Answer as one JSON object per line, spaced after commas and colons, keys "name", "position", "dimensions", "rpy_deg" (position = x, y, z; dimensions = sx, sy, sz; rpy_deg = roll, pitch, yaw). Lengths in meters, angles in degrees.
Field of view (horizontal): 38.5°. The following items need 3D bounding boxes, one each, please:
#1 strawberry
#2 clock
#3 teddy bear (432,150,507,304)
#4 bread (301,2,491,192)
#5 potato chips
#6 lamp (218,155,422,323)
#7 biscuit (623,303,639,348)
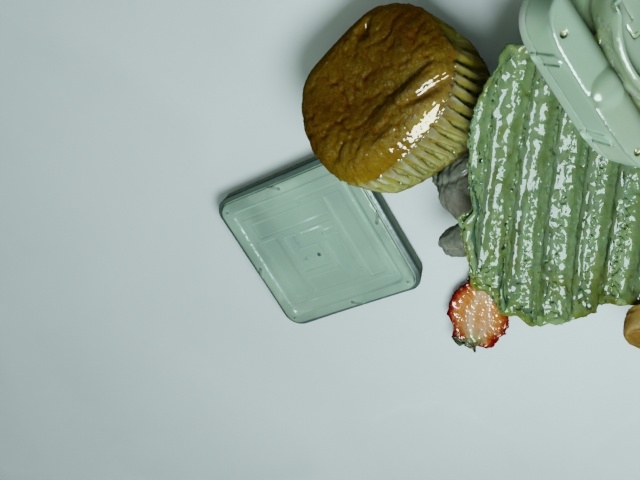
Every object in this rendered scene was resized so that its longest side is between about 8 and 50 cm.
{"name": "strawberry", "position": [0.263, 0.113, 1.506], "dimensions": [0.104, 0.048, 0.152], "rpy_deg": [17, 111, 15]}
{"name": "clock", "position": [0.421, -0.272, 1.107], "dimensions": [0.324, 0.108, 0.265], "rpy_deg": [-41, 109, -1]}
{"name": "teddy bear", "position": [0.283, -0.041, 1.335], "dimensions": [0.236, 0.151, 0.267], "rpy_deg": [-35, 116, 8]}
{"name": "bread", "position": [0.102, -0.190, 1.264], "dimensions": [0.253, 0.143, 0.227], "rpy_deg": [-39, 62, 32]}
{"name": "potato chips", "position": [0.354, -0.084, 1.230], "dimensions": [0.359, 0.070, 0.428], "rpy_deg": [-3, 106, -15]}
{"name": "lamp", "position": [0.000, 0.000, 1.515], "dimensions": [0.267, 0.047, 0.269], "rpy_deg": [-21, 113, 29]}
{"name": "biscuit", "position": [0.609, 0.138, 1.257], "dimensions": [0.352, 0.057, 0.312], "rpy_deg": [19, 154, -9]}
